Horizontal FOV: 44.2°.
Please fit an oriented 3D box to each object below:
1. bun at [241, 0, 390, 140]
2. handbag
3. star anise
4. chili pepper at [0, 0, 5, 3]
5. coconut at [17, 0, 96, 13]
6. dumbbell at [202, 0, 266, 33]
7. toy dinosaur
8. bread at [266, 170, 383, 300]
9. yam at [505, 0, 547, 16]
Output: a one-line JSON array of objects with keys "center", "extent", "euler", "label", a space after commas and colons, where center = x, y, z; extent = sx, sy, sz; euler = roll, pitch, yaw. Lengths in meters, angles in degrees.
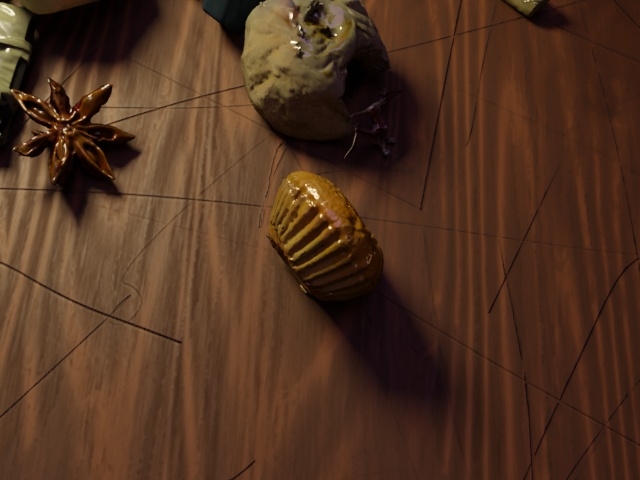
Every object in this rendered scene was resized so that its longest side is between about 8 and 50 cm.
[{"center": [-0.018, -0.338, 1.413], "extent": [0.281, 0.205, 0.282], "euler": [1, 64, -2], "label": "bun"}, {"center": [-0.658, -0.308, 1.402], "extent": [0.253, 0.109, 0.316], "euler": [8, 67, -10], "label": "handbag"}, {"center": [-0.430, -0.187, 1.371], "extent": [0.196, 0.111, 0.213], "euler": [-27, 77, -9], "label": "star anise"}, {"center": [-0.615, -0.570, 1.549], "extent": [0.137, 0.092, 0.369], "euler": [20, 68, -11], "label": "chili pepper"}, {"center": [-0.489, -0.536, 1.430], "extent": [0.239, 0.239, 0.244], "euler": [39, 36, 14], "label": "coconut"}, {"center": [-0.250, -0.541, 1.526], "extent": [0.316, 0.156, 0.143], "euler": [35, 38, 12], "label": "dumbbell"}, {"center": [0.101, -0.206, 1.415], "extent": [0.032, 0.108, 0.220], "euler": [6, 46, 33], "label": "toy dinosaur"}, {"center": [0.003, -0.002, 1.250], "extent": [0.139, 0.240, 0.240], "euler": [-35, 71, -5], "label": "bread"}, {"center": [0.335, -0.570, 1.618], "extent": [0.071, 0.067, 0.317], "euler": [-35, 73, -32], "label": "yam"}]
